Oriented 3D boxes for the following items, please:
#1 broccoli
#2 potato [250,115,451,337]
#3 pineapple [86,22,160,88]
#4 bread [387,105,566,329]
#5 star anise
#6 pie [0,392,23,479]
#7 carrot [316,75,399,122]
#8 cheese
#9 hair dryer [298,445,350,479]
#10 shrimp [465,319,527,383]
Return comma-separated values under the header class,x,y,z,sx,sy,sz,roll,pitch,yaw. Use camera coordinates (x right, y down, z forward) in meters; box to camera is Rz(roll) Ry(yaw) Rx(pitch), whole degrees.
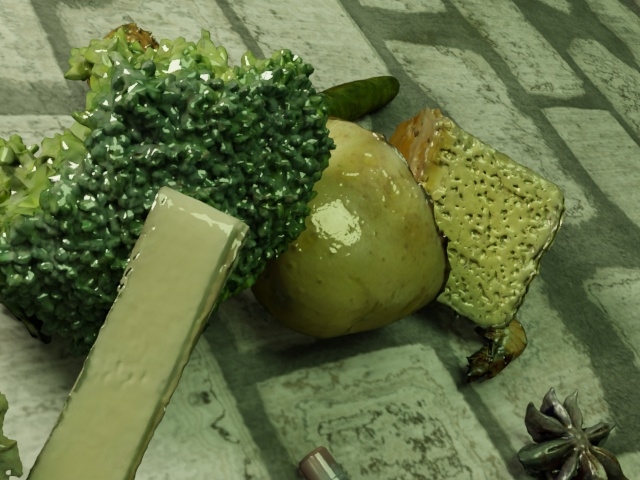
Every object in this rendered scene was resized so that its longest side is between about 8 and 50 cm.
class,x,y,z,sx,sy,sz,roll,pitch,yaw
broccoli,-0.177,-0.045,0.807,0.277,0.317,0.338,38,60,-45
potato,0.000,0.000,0.989,0.242,0.242,0.285,-27,85,-48
pineapple,-0.189,-0.167,1.090,0.251,0.125,0.125,44,39,-1
bread,0.177,-0.028,1.241,0.248,0.315,0.279,25,81,-7
star anise,0.328,0.278,1.071,0.180,0.061,0.204,48,40,12
pie,-0.276,0.244,0.565,0.337,0.075,0.337,2,73,-8
carrot,0.043,-0.221,1.345,0.074,0.074,0.358,44,38,8
cheese,-0.172,0.152,0.653,0.085,0.034,0.400,25,82,-8
hair dryer,-0.020,0.264,0.850,0.114,0.037,0.063,-23,66,-39
shrimp,0.210,0.121,1.158,0.148,0.035,0.195,49,37,12
